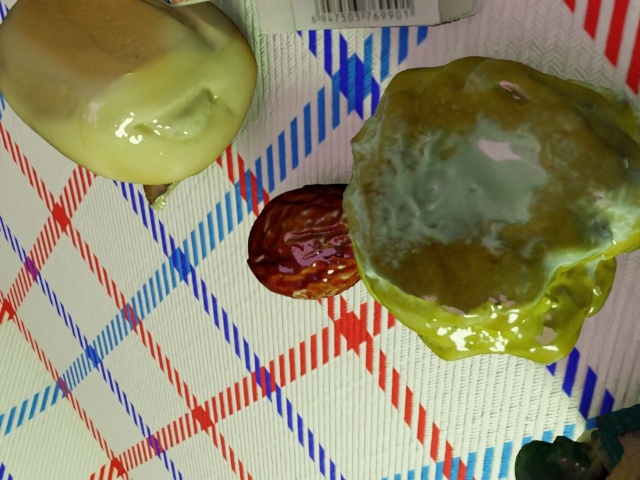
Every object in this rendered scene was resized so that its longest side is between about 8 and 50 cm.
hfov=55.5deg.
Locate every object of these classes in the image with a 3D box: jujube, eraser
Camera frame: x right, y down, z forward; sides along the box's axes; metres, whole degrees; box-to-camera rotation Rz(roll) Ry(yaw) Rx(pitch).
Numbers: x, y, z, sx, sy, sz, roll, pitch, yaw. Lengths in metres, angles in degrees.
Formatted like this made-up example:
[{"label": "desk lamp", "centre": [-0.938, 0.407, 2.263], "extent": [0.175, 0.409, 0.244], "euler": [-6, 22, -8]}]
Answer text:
[{"label": "jujube", "centre": [0.000, 0.000, 0.990], "extent": [0.290, 0.197, 0.197], "euler": [-17, 101, 43]}, {"label": "eraser", "centre": [0.055, -0.333, 0.817], "extent": [0.287, 0.130, 0.086], "euler": [11, 122, 33]}]

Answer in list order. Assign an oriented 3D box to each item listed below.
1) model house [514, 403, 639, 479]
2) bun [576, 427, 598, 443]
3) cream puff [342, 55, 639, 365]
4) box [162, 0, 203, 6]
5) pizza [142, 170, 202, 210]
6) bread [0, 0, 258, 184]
[{"label": "model house", "centre": [0.410, 0.284, 0.705], "extent": [0.245, 0.312, 0.280], "euler": [23, 112, -1]}, {"label": "bun", "centre": [0.420, 0.314, 0.908], "extent": [0.086, 0.055, 0.086], "euler": [0, 101, -1]}, {"label": "cream puff", "centre": [0.219, -0.029, 0.739], "extent": [0.379, 0.275, 0.377], "euler": [-5, 76, 21]}, {"label": "box", "centre": [-0.109, -0.472, 0.844], "extent": [0.274, 0.048, 0.264], "euler": [8, 85, 35]}, {"label": "pizza", "centre": [-0.261, -0.156, 1.160], "extent": [0.188, 0.081, 0.204], "euler": [-8, 72, 27]}, {"label": "bread", "centre": [-0.318, -0.268, 1.017], "extent": [0.376, 0.348, 0.252], "euler": [31, 149, 25]}]
